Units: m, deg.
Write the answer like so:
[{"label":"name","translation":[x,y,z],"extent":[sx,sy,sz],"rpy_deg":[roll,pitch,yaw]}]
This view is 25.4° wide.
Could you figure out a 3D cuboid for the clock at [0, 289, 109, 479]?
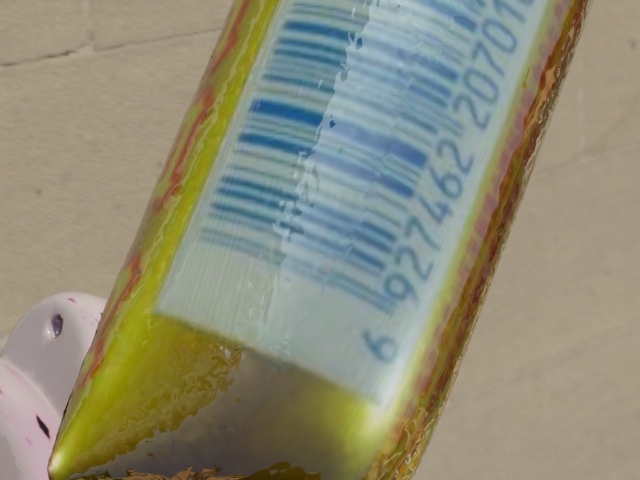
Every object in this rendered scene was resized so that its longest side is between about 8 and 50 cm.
[{"label":"clock","translation":[-0.144,0.203,0.614],"extent":[0.113,0.295,0.322],"rpy_deg":[20,55,-45]}]

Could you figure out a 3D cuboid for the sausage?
[{"label":"sausage","translation":[0.000,0.001,0.466],"extent":[0.125,0.117,0.317],"rpy_deg":[46,63,-56]}]
